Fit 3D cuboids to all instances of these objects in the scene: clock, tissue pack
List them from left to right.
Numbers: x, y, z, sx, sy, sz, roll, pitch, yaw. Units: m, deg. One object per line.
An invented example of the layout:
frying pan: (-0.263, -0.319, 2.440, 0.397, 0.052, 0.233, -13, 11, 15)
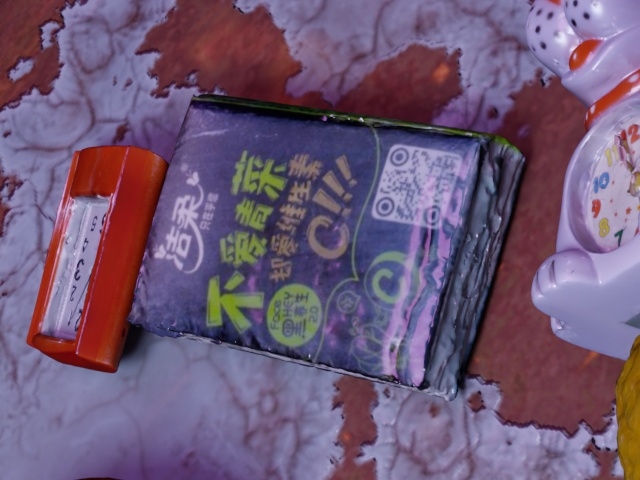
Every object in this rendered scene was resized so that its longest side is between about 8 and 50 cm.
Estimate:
clock: (-0.152, 0.014, 1.163, 0.113, 0.061, 0.155, 3, 76, 62)
tissue pack: (0.000, 0.000, 1.087, 0.235, 0.073, 0.173, 9, 79, 31)
clock: (0.210, -0.076, 0.951, 0.189, 0.189, 0.254, -15, 62, 24)

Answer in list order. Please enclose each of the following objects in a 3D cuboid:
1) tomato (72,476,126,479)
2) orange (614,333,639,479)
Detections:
tomato: (-0.185, 0.299, 0.976, 0.290, 0.176, 0.335, 25, 88, 36)
orange: (0.309, 0.112, 0.736, 0.357, 0.322, 0.322, 1, 74, 30)
